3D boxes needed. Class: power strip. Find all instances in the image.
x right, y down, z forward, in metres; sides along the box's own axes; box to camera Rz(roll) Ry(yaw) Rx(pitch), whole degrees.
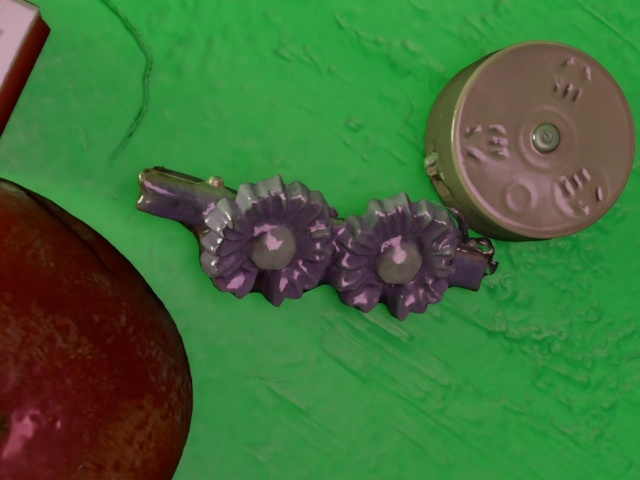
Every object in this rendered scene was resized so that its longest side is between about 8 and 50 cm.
[{"bbox_3d":[0.157,-0.073,1.184,0.154,0.078,0.154,1,88,-15],"label":"power strip"}]

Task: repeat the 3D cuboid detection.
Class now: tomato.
[{"bbox_3d":[-0.232,0.118,1.024,0.338,0.144,0.338,-2,96,-21],"label":"tomato"}]

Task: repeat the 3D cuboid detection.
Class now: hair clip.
[{"bbox_3d":[0.000,0.000,1.146,0.292,0.084,0.106,12,112,-16],"label":"hair clip"}]

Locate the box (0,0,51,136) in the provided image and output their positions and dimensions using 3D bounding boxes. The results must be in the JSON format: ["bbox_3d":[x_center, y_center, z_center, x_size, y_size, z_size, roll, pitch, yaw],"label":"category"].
[{"bbox_3d":[-0.315,-0.154,1.083,0.229,0.050,0.123,25,83,-12],"label":"box"}]
